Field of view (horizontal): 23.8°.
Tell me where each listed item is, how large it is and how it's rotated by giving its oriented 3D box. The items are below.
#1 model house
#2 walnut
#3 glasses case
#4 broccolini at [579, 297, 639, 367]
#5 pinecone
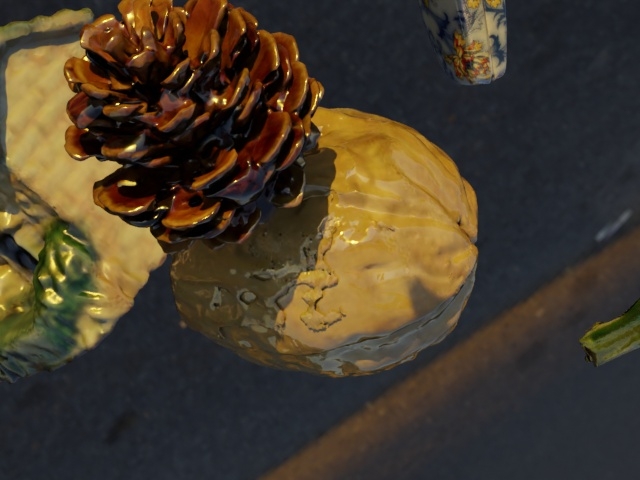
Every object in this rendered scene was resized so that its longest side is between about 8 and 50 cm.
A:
[{"bbox_3d":[-0.425,-0.079,1.843,0.400,0.445,0.395,48,55,-21],"label":"model house"},{"bbox_3d":[0.000,0.000,1.076,0.198,0.245,0.198,11,77,-56],"label":"walnut"},{"bbox_3d":[0.104,-0.246,1.224,0.065,0.087,0.248,-18,115,-14],"label":"glasses case"},{"bbox_3d":[0.181,0.021,0.710,0.058,0.074,0.201,8,147,-38],"label":"broccolini"},{"bbox_3d":[-0.082,-0.077,0.919,0.173,0.173,0.174,-30,147,-22],"label":"pinecone"}]
